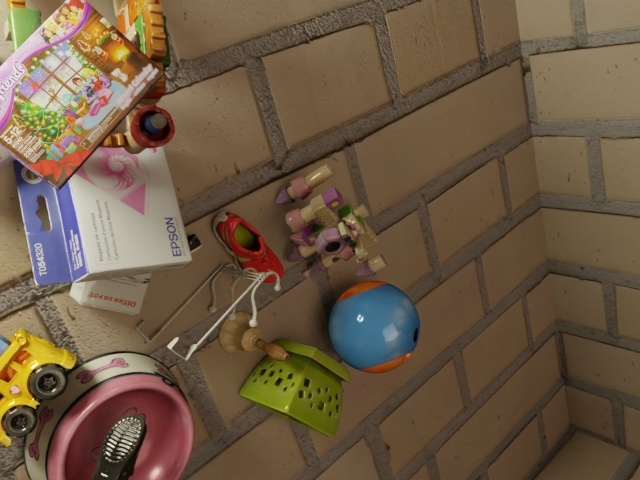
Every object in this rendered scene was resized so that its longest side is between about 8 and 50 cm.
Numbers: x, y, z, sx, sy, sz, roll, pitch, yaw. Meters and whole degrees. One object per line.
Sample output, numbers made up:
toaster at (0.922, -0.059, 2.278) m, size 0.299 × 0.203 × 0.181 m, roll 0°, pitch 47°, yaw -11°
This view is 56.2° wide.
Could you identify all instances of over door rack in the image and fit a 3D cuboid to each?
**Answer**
over door rack at (-0.278, 0.185, 1.528) m, size 0.324 × 0.239 × 0.108 m, roll -37°, pitch 114°, yaw -29°

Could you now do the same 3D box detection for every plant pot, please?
plant pot at (-0.060, 0.424, 1.769) m, size 0.227 × 0.228 × 0.207 m, roll 41°, pitch 66°, yaw -37°

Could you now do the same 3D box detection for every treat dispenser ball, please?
treat dispenser ball at (0.167, 0.270, 1.881) m, size 0.288 × 0.288 × 0.288 m, roll -9°, pitch 104°, yaw -39°

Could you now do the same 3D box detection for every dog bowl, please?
dog bowl at (-0.489, 0.489, 1.465) m, size 0.408 × 0.150 × 0.408 m, roll -8°, pitch 103°, yaw -38°

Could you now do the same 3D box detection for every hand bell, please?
hand bell at (-0.164, 0.284, 1.636) m, size 0.126 × 0.242 × 0.126 m, roll -9°, pitch 104°, yaw -38°

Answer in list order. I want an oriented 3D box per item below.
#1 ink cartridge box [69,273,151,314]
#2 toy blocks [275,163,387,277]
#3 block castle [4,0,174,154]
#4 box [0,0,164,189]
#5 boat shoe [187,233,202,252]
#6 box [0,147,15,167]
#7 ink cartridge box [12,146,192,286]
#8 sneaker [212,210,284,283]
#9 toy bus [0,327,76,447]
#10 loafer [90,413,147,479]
ink cartridge box at (-0.485, 0.058, 1.426) m, size 0.153 × 0.087 × 0.208 m, roll 21°, pitch 84°, yaw -40°
toy blocks at (0.000, 0.000, 1.721) m, size 0.260 × 0.309 × 0.288 m, roll -30°, pitch 137°, yaw 16°
block castle at (-0.465, -0.400, 1.204) m, size 0.303 × 0.212 × 0.453 m, roll -5°, pitch 87°, yaw -35°
box at (-0.453, -0.264, 1.071) m, size 0.201 × 0.057 × 0.293 m, roll 41°, pitch 76°, yaw -18°
boat shoe at (-0.368, 0.031, 1.547) m, size 0.133 × 0.049 × 0.042 m, roll -39°, pitch 116°, yaw -31°
box at (-0.636, -0.214, 1.241) m, size 0.324 × 0.067 × 0.063 m, roll -42°, pitch 137°, yaw -30°
ink cartridge box at (-0.477, -0.077, 1.327) m, size 0.330 × 0.071 × 0.324 m, roll -7°, pitch 74°, yaw -40°
sneaker at (-0.186, 0.033, 1.651) m, size 0.107 × 0.118 × 0.279 m, roll -54°, pitch 127°, yaw -18°
toy bus at (-0.674, 0.295, 1.289) m, size 0.211 × 0.149 × 0.220 m, roll 41°, pitch 74°, yaw -23°
loafer at (-0.457, 0.500, 1.358) m, size 0.220 × 0.080 × 0.078 m, roll -65°, pitch 162°, yaw -12°
